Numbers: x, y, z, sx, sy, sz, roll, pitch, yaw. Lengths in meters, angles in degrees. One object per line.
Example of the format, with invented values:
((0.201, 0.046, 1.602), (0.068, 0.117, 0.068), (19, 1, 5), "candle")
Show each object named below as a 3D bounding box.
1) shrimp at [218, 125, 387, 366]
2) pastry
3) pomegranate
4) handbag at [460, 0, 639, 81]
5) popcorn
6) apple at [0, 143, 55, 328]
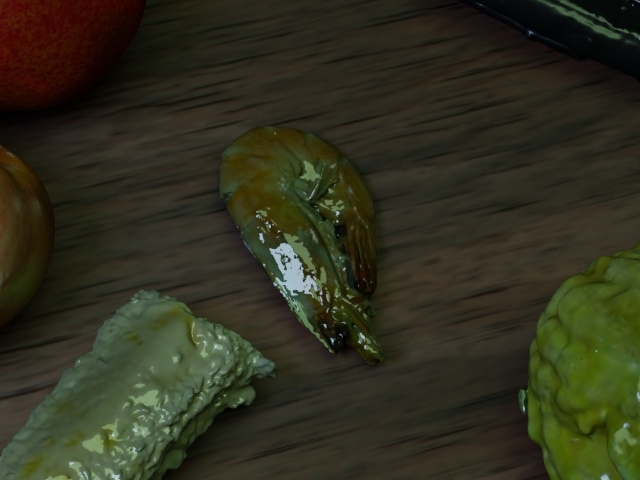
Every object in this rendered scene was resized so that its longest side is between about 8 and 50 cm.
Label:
((0.001, -0.001, 1.445), (0.115, 0.051, 0.217), (-22, 69, -18), "shrimp")
((-0.158, 0.144, 1.340), (0.121, 0.089, 0.258), (26, 58, 33), "pastry")
((-0.233, -0.217, 1.422), (0.221, 0.221, 0.256), (6, 38, -5), "pomegranate")
((0.226, -0.278, 1.572), (0.244, 0.088, 0.275), (25, 63, 1), "handbag")
((0.264, 0.105, 1.354), (0.237, 0.205, 0.251), (11, 50, 9), "popcorn")
((-0.289, -0.016, 1.332), (0.209, 0.209, 0.164), (42, 89, 11), "apple")
